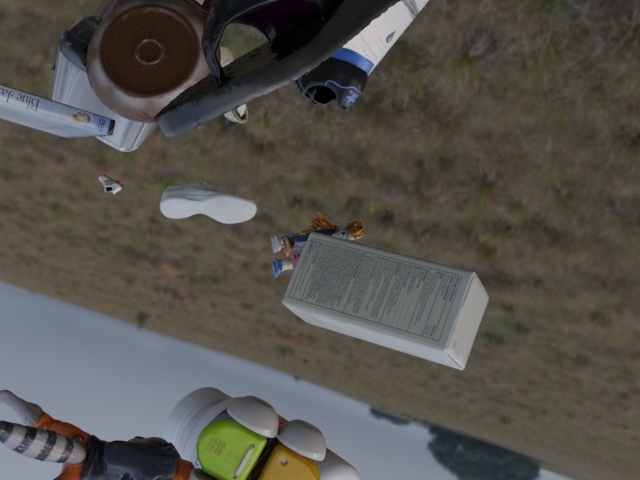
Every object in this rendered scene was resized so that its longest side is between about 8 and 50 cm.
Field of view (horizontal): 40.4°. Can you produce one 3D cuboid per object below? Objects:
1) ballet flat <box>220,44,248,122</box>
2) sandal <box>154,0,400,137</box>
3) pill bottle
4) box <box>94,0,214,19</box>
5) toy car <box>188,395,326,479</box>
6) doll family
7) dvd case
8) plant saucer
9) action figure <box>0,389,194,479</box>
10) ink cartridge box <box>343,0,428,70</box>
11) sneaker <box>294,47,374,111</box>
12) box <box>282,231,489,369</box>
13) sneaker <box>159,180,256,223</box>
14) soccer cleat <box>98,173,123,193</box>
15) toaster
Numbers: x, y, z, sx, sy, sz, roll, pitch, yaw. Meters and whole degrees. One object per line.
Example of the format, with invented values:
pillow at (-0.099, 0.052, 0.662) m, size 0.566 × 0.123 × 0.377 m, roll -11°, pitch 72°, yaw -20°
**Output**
ballet flat at (-0.167, -0.298, 1.662) m, size 0.052 × 0.057 × 0.168 m, roll 34°, pitch 151°, yaw 36°
sandal at (-0.018, -0.251, 0.904) m, size 0.168 × 0.446 × 0.107 m, roll -4°, pitch 123°, yaw 54°
pill bottle at (-0.130, 0.459, 1.749) m, size 0.408 × 0.229 × 0.229 m, roll 25°, pitch 178°, yaw 40°
box at (-0.321, -0.408, 1.628) m, size 0.168 × 0.167 × 0.203 m, roll 32°, pitch 131°, yaw -23°
toy car at (-0.090, 0.301, 1.209) m, size 0.182 × 0.159 × 0.136 m, roll 29°, pitch 179°, yaw -14°
doll family at (0.000, 0.000, 1.749) m, size 0.163 × 0.118 × 0.263 m, roll -9°, pitch 179°, yaw -18°
dvd case at (-0.390, -0.165, 1.020) m, size 0.253 × 0.022 × 0.180 m, roll 15°, pitch 176°, yaw -33°
plant saucer at (-0.245, -0.269, 1.262) m, size 0.199 × 0.198 × 0.036 m, roll 17°, pitch 170°, yaw 3°
action figure at (-0.296, 0.349, 1.156) m, size 0.330 × 0.178 × 0.341 m, roll 16°, pitch -146°, yaw -22°
ink cartridge box at (0.085, -0.475, 1.597) m, size 0.117 × 0.283 × 0.207 m, roll 33°, pitch 173°, yaw 42°
sneaker at (-0.018, -0.273, 1.417) m, size 0.232 × 0.090 × 0.081 m, roll 23°, pitch 177°, yaw 45°
box at (0.110, 0.100, 1.478) m, size 0.311 × 0.148 × 0.121 m, roll 16°, pitch 164°, yaw 29°
sneaker at (-0.247, -0.097, 1.943) m, size 0.212 × 0.094 × 0.080 m, roll 5°, pitch 130°, yaw -5°
soccer cleat at (-0.496, -0.131, 2.030) m, size 0.083 × 0.035 × 0.029 m, roll 22°, pitch 150°, yaw 35°
toaster at (-0.336, -0.249, 1.438) m, size 0.227 × 0.129 × 0.146 m, roll 32°, pitch 136°, yaw -6°
